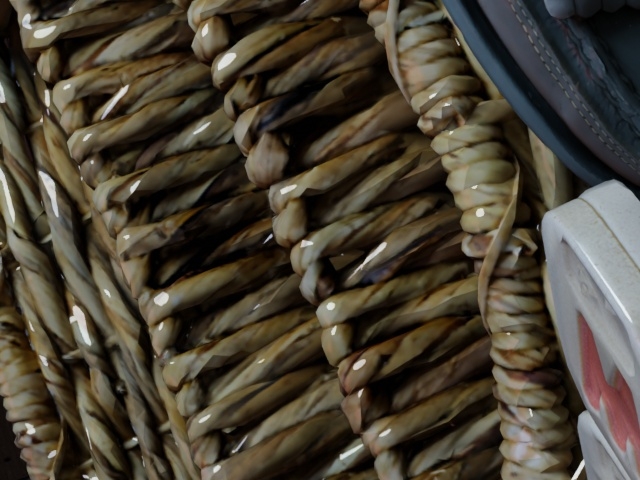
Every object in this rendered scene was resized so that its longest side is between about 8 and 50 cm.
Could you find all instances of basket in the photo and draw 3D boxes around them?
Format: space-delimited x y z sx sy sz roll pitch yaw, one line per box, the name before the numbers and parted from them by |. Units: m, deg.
basket | 0.000 0.000 0.548 0.213 0.223 0.299 136 114 -75

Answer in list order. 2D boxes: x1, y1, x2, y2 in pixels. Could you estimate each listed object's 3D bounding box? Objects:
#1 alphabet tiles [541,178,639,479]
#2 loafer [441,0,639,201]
alphabet tiles | 0.114 0.120 0.319 0.278 0.021 0.284 72 172 -46
loafer | 0.060 -0.138 0.406 0.084 0.096 0.267 -16 92 70
